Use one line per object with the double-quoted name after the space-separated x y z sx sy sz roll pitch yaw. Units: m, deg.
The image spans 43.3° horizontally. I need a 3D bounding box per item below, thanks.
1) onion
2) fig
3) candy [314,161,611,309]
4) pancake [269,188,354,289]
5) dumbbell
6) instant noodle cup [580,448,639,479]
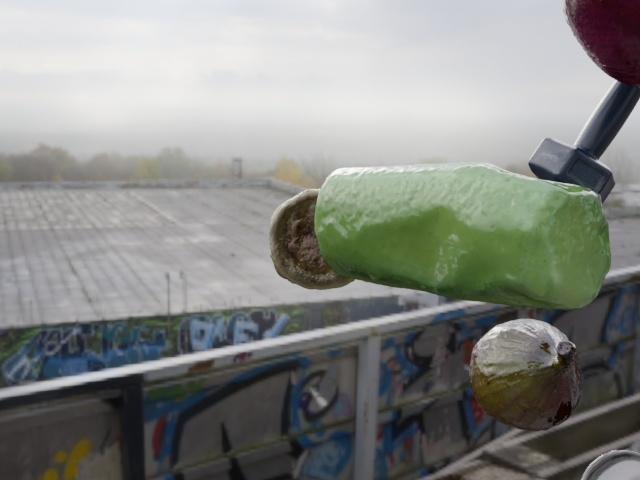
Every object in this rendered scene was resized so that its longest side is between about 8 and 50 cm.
0.483 -0.408 1.203 0.348 0.347 0.385 -3 22 -24 "onion"
0.395 0.239 1.464 0.217 0.216 0.321 1 -14 -4 "fig"
0.135 -0.012 0.870 0.132 0.142 0.344 7 1 -40 "candy"
0.000 0.000 1.121 0.152 0.151 0.025 1 1 0 "pancake"
0.513 -0.219 1.440 0.144 0.316 0.156 29 6 -35 "dumbbell"
0.642 0.545 1.620 0.207 0.217 0.217 47 -16 -29 "instant noodle cup"
